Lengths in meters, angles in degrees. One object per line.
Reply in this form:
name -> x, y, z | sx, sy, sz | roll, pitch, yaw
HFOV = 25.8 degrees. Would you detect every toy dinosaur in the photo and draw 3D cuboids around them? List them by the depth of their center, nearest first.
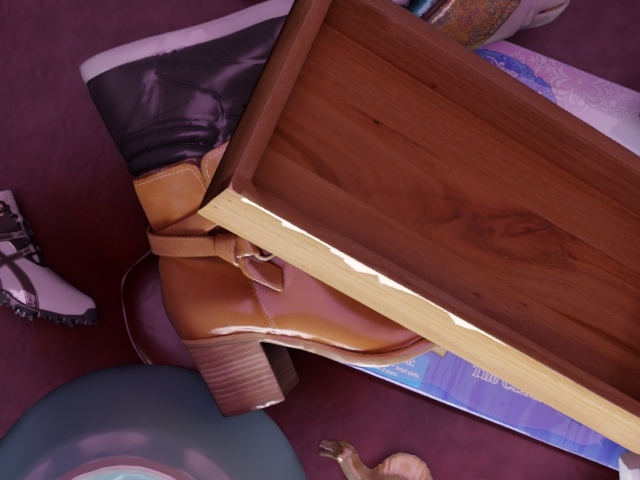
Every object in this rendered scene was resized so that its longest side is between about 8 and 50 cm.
toy dinosaur -> 0.075, 0.237, 1.232 | 0.183, 0.053, 0.092 | 23, 86, 0

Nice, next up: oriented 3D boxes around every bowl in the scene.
bowl -> -0.157, 0.264, 1.171 | 0.312, 0.163, 0.311 | 0, 89, -1

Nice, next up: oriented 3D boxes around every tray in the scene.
tray -> 0.130, -0.016, 1.078 | 0.411, 0.076, 0.202 | 30, 65, -16

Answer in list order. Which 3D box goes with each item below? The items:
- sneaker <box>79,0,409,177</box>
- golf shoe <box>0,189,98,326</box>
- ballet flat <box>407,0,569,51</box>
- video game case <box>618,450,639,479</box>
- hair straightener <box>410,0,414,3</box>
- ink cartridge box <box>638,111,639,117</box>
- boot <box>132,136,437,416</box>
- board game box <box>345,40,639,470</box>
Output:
sneaker -> -0.051, -0.127, 1.218 | 0.296, 0.104, 0.146 | -17, 90, 6
golf shoe -> -0.274, 0.007, 1.220 | 0.198, 0.077, 0.094 | 27, 87, -2
ballet flat -> 0.182, -0.254, 1.191 | 0.123, 0.123, 0.348 | 34, 68, 0
video game case -> 0.417, 0.314, 1.199 | 0.300, 0.036, 0.329 | -8, 106, -2
hair straightener -> 0.095, -0.278, 1.252 | 0.089, 0.047, 0.230 | 20, 88, 0
ink cartridge box -> 0.501, -0.057, 1.126 | 0.385, 0.091, 0.308 | 42, 113, -17
boot -> 0.000, 0.000, 1.146 | 0.283, 0.109, 0.220 | -19, 96, 12
board game box -> 0.190, 0.006, 1.235 | 0.319, 0.066, 0.318 | 21, 88, 0
